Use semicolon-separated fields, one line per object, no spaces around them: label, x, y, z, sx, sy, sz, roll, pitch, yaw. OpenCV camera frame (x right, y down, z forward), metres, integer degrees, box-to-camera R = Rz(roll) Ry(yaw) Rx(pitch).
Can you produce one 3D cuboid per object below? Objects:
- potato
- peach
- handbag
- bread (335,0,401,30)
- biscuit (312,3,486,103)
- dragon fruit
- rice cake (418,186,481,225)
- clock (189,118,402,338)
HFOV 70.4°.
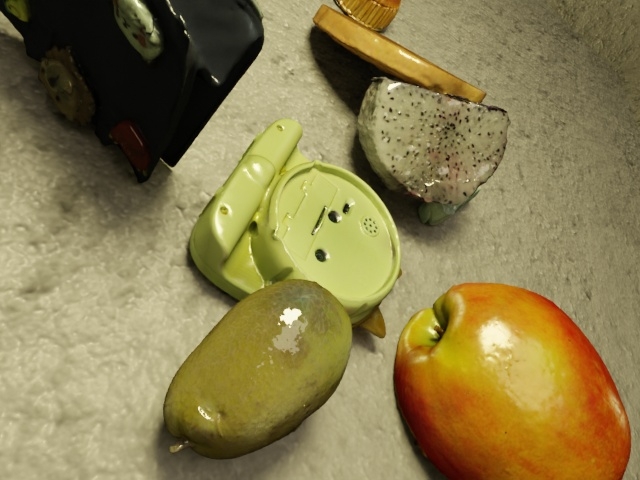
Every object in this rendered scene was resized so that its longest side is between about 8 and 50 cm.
potato;-0.072;0.154;0.536;0.251;0.159;0.175;-39;117;-30
peach;0.325;0.264;0.724;0.380;0.242;0.306;37;44;-15
handbag;-0.250;-0.255;0.538;0.304;0.329;0.122;54;49;-5
bread;0.129;-0.658;1.190;0.199;0.104;0.199;16;57;-26
biscuit;0.164;-0.405;1.012;0.364;0.062;0.385;3;36;-41
dragon fruit;0.196;-0.194;0.921;0.282;0.221;0.204;10;104;-18
rice cake;0.295;-0.095;1.019;0.206;0.069;0.063;-32;86;-41
clock;0.000;0.000;0.713;0.348;0.117;0.286;36;50;-15
